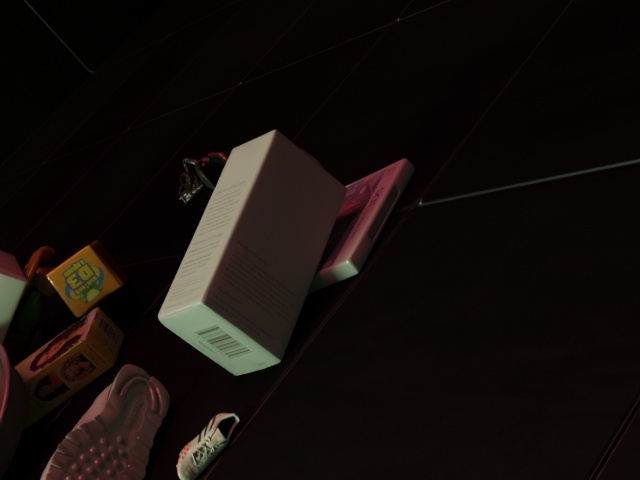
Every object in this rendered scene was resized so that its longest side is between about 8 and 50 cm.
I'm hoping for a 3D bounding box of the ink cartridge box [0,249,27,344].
[{"bbox_3d":[-0.533,0.146,1.932,0.283,0.117,0.207,-67,21,2],"label":"ink cartridge box"}]

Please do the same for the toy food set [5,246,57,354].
[{"bbox_3d":[-0.437,0.108,2.024,0.218,0.071,0.128,-56,16,29],"label":"toy food set"}]

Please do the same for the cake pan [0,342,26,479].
[{"bbox_3d":[-0.482,0.258,1.718,0.293,0.054,0.293,-27,43,28],"label":"cake pan"}]

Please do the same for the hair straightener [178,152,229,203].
[{"bbox_3d":[-0.194,-0.101,2.084,0.089,0.047,0.230,-44,19,-8],"label":"hair straightener"}]

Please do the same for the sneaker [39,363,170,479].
[{"bbox_3d":[-0.233,0.227,1.390,0.095,0.090,0.235,-42,7,29],"label":"sneaker"}]

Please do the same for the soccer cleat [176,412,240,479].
[{"bbox_3d":[-0.107,0.196,1.284,0.035,0.029,0.083,-24,20,51],"label":"soccer cleat"}]

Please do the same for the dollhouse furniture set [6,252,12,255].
[{"bbox_3d":[-0.782,0.131,2.229,0.394,0.362,0.256,-60,3,22],"label":"dollhouse furniture set"}]

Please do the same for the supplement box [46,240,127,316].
[{"bbox_3d":[-0.322,0.051,1.874,0.078,0.080,0.233,-37,7,-5],"label":"supplement box"}]

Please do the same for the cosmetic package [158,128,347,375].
[{"bbox_3d":[-0.068,0.011,1.415,0.085,0.117,0.231,-20,39,46],"label":"cosmetic package"}]

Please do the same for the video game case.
[{"bbox_3d":[0.000,0.000,1.515,0.201,0.023,0.183,-25,25,42],"label":"video game case"}]

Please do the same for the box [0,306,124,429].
[{"bbox_3d":[-0.366,0.186,1.772,0.232,0.058,0.087,-36,19,18],"label":"box"}]
